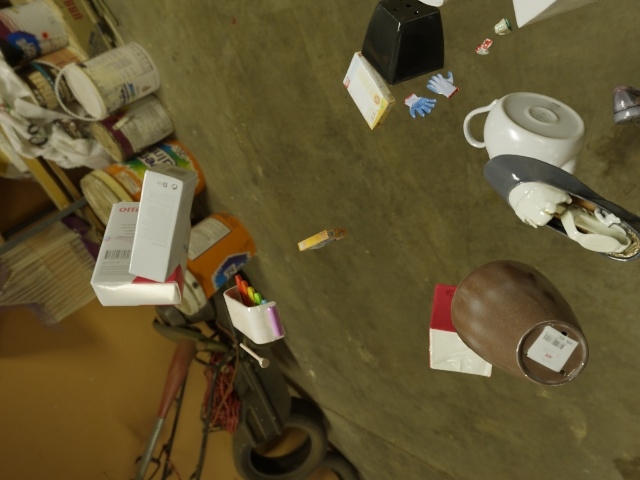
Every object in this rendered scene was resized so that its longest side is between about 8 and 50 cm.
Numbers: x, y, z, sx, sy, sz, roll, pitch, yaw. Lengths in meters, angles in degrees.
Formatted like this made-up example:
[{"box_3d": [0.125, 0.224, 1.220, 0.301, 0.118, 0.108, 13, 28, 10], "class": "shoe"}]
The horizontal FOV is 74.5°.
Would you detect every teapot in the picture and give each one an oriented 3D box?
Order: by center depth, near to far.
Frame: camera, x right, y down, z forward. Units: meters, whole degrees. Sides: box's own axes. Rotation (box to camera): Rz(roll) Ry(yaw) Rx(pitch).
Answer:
[{"box_3d": [0.533, -0.254, 1.106, 0.253, 0.255, 0.187, 4, 141, -4], "class": "teapot"}]

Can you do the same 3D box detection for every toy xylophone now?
[{"box_3d": [-0.216, 0.252, 1.331, 0.323, 0.081, 0.236, 22, 127, 56], "class": "toy xylophone"}]

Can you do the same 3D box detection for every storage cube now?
[{"box_3d": [0.436, 0.274, 1.291, 0.184, 0.193, 0.214, 4, 127, 19], "class": "storage cube"}]

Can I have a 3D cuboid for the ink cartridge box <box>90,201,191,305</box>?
[{"box_3d": [-0.517, 0.035, 1.258, 0.227, 0.306, 0.131, 0, 138, -8], "class": "ink cartridge box"}]

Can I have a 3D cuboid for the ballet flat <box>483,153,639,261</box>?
[{"box_3d": [0.286, -0.035, 0.493, 0.203, 0.074, 0.074, 29, 147, 5], "class": "ballet flat"}]

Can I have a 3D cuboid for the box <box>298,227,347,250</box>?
[{"box_3d": [0.000, 0.000, 1.215, 0.136, 0.081, 0.028, -28, 76, 41], "class": "box"}]

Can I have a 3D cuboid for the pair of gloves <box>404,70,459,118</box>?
[{"box_3d": [0.387, -0.511, 1.470, 0.023, 0.198, 0.159, 40, -164, -39], "class": "pair of gloves"}]

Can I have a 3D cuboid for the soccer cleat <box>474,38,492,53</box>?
[{"box_3d": [0.472, -0.548, 1.198, 0.036, 0.029, 0.083, 31, -175, -11], "class": "soccer cleat"}]

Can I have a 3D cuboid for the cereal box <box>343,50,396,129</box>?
[{"box_3d": [0.182, -0.569, 1.604, 0.240, 0.048, 0.173, 62, 161, 9], "class": "cereal box"}]

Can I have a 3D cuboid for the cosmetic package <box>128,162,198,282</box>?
[{"box_3d": [-0.338, -0.040, 0.909, 0.086, 0.117, 0.230, 17, 107, -6], "class": "cosmetic package"}]

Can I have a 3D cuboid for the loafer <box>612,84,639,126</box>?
[{"box_3d": [0.892, -0.371, 1.147, 0.109, 0.303, 0.095, -20, 81, 57], "class": "loafer"}]

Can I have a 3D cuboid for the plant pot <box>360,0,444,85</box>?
[{"box_3d": [0.240, -0.591, 1.207, 0.166, 0.188, 0.187, 83, 161, -57], "class": "plant pot"}]

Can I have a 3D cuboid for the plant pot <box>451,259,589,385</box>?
[{"box_3d": [0.370, 0.159, 0.762, 0.215, 0.215, 0.230, 48, -171, -1], "class": "plant pot"}]

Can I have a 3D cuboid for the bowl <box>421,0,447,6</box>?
[{"box_3d": [0.226, -0.561, 0.847, 0.142, 0.053, 0.141, 62, 177, 46], "class": "bowl"}]

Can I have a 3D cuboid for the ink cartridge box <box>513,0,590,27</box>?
[{"box_3d": [0.387, -0.423, 0.508, 0.271, 0.197, 0.197, -14, 103, 14], "class": "ink cartridge box"}]

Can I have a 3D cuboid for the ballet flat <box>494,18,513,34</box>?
[{"box_3d": [0.686, -0.802, 1.584, 0.053, 0.168, 0.057, -25, 93, 35], "class": "ballet flat"}]
